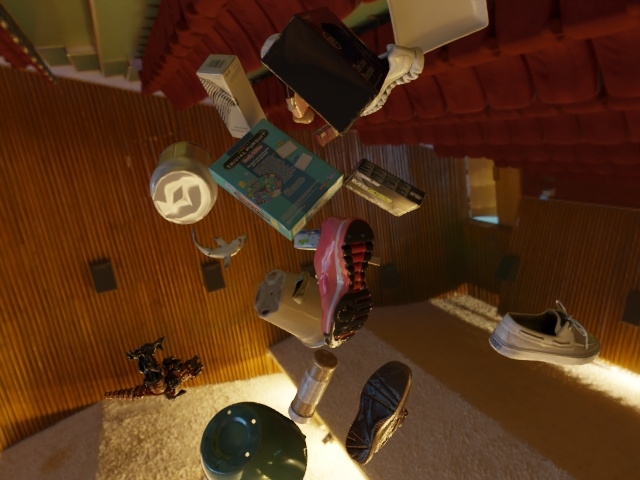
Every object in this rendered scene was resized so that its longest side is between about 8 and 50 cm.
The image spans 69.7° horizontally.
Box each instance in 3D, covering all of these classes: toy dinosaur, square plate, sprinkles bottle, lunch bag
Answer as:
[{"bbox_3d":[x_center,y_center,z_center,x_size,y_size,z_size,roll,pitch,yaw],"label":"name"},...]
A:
[{"bbox_3d":[-0.570,0.462,1.596,0.164,0.219,0.322,-25,173,30],"label":"toy dinosaur"},{"bbox_3d":[0.349,-0.788,1.434,0.343,0.347,0.049,-26,-150,-9],"label":"square plate"},{"bbox_3d":[-0.037,0.659,2.060,0.121,0.356,0.121,19,-156,-9],"label":"sprinkles bottle"},{"bbox_3d":[0.000,0.000,1.933,0.176,0.090,0.219,0,176,34],"label":"lunch bag"}]

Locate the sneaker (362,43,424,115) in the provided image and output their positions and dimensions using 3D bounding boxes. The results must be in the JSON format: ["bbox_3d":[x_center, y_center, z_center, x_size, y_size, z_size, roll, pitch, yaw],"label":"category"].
[{"bbox_3d":[0.164,-0.470,1.341,0.118,0.110,0.292,2,160,-32],"label":"sneaker"}]

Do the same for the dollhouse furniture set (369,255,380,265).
[{"bbox_3d":[0.122,0.092,1.593,0.181,0.101,0.161,11,177,-6],"label":"dollhouse furniture set"}]

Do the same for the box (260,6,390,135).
[{"bbox_3d":[0.023,-0.323,0.847,0.103,0.184,0.261,-46,-169,30],"label":"box"}]

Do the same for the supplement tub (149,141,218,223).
[{"bbox_3d":[-0.510,-0.221,1.738,0.240,0.241,0.331,-11,-151,-7],"label":"supplement tub"}]

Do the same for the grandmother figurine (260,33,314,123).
[{"bbox_3d":[-0.097,-0.507,1.415,0.104,0.208,0.342,-23,163,4],"label":"grandmother figurine"}]

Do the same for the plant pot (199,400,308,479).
[{"bbox_3d":[-0.208,0.605,1.324,0.292,0.235,0.293,-11,-132,12],"label":"plant pot"}]

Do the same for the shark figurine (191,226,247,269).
[{"bbox_3d":[-0.464,0.039,2.065,0.278,0.166,0.116,8,176,12],"label":"shark figurine"}]

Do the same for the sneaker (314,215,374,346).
[{"bbox_3d":[0.042,0.090,1.078,0.115,0.314,0.136,-3,-164,-38],"label":"sneaker"}]

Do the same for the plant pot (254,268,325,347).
[{"bbox_3d":[-0.111,0.280,2.056,0.305,0.334,0.333,26,172,-35],"label":"plant pot"}]

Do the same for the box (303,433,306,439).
[{"bbox_3d":[-0.125,0.768,1.726,0.072,0.137,0.126,-9,-134,29],"label":"box"}]

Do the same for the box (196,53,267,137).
[{"bbox_3d":[-0.281,-0.461,1.496,0.113,0.275,0.094,13,-118,27],"label":"box"}]

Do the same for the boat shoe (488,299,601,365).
[{"bbox_3d":[0.660,0.246,1.294,0.366,0.157,0.136,9,-153,-15],"label":"boat shoe"}]

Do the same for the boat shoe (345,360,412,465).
[{"bbox_3d":[0.188,0.496,1.344,0.123,0.342,0.123,5,-160,-46],"label":"boat shoe"}]

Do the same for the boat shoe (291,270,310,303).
[{"bbox_3d":[-0.077,0.170,1.740,0.056,0.048,0.153,-33,-149,37],"label":"boat shoe"}]

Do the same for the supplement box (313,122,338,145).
[{"bbox_3d":[0.023,-0.425,1.830,0.083,0.055,0.043,-37,-141,-10],"label":"supplement box"}]

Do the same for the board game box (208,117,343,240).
[{"bbox_3d":[-0.137,-0.199,1.442,0.336,0.079,0.254,38,-109,15],"label":"board game box"}]

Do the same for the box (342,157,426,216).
[{"bbox_3d":[0.164,-0.137,1.231,0.190,0.045,0.184,29,174,-6],"label":"box"}]
